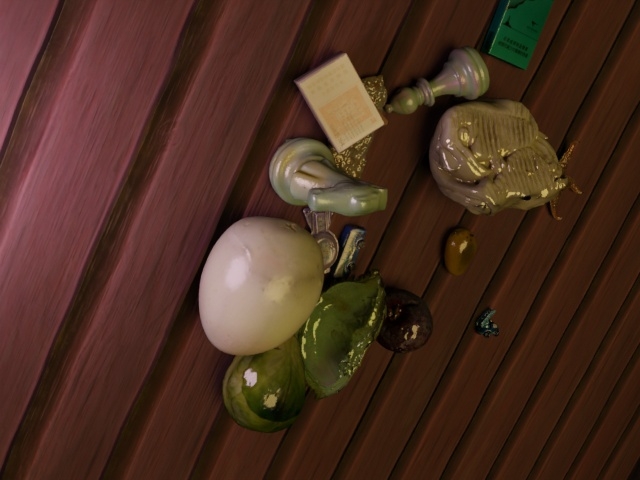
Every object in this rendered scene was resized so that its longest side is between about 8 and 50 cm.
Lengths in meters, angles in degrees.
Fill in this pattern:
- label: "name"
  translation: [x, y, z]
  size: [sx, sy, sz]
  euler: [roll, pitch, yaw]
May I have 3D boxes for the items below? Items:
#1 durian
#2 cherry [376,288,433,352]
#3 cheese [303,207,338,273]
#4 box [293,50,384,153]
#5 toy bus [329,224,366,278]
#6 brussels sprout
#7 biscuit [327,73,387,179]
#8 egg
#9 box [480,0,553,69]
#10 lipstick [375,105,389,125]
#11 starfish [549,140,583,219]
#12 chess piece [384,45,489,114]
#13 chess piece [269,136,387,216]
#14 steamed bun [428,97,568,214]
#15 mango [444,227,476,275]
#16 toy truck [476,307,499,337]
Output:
- label: "durian"
  translation: [0.046, 0.236, 1.841]
  size: [0.163, 0.198, 0.394]
  euler: [26, 105, -29]
- label: "cherry"
  translation: [0.236, 0.234, 1.971]
  size: [0.195, 0.195, 0.195]
  euler: [-13, 117, -26]
- label: "cheese"
  translation: [0.000, 0.000, 1.810]
  size: [0.105, 0.042, 0.191]
  euler: [-13, 109, -24]
- label: "box"
  translation: [0.046, -0.330, 1.642]
  size: [0.141, 0.058, 0.201]
  euler: [-31, 114, 0]
- label: "toy bus"
  translation: [0.074, 0.031, 1.865]
  size: [0.061, 0.051, 0.153]
  euler: [14, 104, -29]
- label: "brussels sprout"
  translation: [-0.141, 0.366, 1.797]
  size: [0.219, 0.210, 0.272]
  euler: [13, 89, -40]
- label: "biscuit"
  translation: [0.080, -0.288, 1.733]
  size: [0.141, 0.038, 0.290]
  euler: [11, 103, -34]
- label: "egg"
  translation: [-0.145, 0.113, 1.622]
  size: [0.283, 0.283, 0.345]
  euler: [20, 102, -36]
- label: "box"
  translation: [0.542, -0.598, 1.873]
  size: [0.160, 0.042, 0.227]
  euler: [10, 106, -35]
- label: "lipstick"
  translation: [0.139, -0.322, 1.718]
  size: [0.019, 0.019, 0.094]
  euler: [-49, 125, -3]
- label: "starfish"
  translation: [0.774, -0.188, 2.198]
  size: [0.138, 0.050, 0.248]
  euler: [-34, 131, -15]
- label: "chess piece"
  translation: [0.286, -0.392, 1.774]
  size: [0.271, 0.139, 0.139]
  euler: [-24, 122, -7]
- label: "chess piece"
  translation: [0.014, -0.127, 1.605]
  size: [0.175, 0.298, 0.176]
  euler: [-15, 119, -28]
- label: "steamed bun"
  translation: [0.455, -0.198, 1.882]
  size: [0.393, 0.237, 0.347]
  euler: [33, 68, -8]
- label: "mango"
  translation: [0.418, 0.039, 2.065]
  size: [0.103, 0.076, 0.161]
  euler: [-19, 128, -30]
- label: "toy truck"
  translation: [0.551, 0.270, 2.264]
  size: [0.073, 0.056, 0.090]
  euler: [-4, 100, -24]
